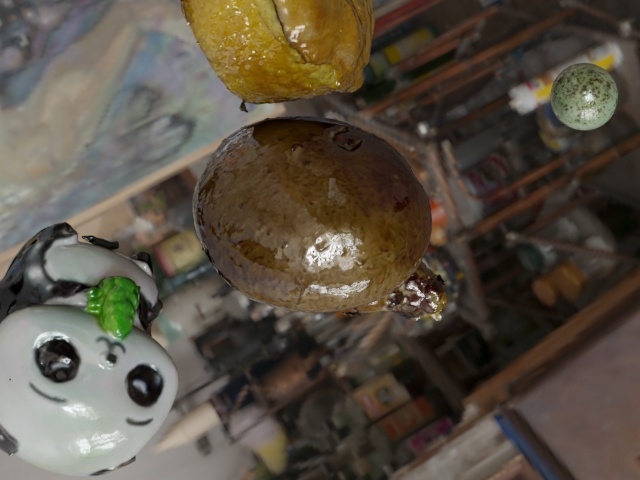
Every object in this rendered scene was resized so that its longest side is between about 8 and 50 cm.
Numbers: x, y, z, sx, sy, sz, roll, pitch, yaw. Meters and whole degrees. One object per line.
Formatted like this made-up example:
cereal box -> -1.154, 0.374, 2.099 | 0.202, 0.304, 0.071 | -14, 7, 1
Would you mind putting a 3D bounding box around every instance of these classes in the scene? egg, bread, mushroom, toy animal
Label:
egg -> 0.340, -0.183, 1.550 | 0.085, 0.085, 0.110 | 52, -168, 27
bread -> -0.055, -0.386, 1.712 | 0.398, 0.215, 0.398 | -17, -90, -71
mushroom -> -0.011, -0.019, 1.679 | 0.331, 0.334, 0.356 | 55, 157, 23
toy animal -> -0.263, 0.120, 1.327 | 0.267, 0.212, 0.212 | -112, 5, -51
